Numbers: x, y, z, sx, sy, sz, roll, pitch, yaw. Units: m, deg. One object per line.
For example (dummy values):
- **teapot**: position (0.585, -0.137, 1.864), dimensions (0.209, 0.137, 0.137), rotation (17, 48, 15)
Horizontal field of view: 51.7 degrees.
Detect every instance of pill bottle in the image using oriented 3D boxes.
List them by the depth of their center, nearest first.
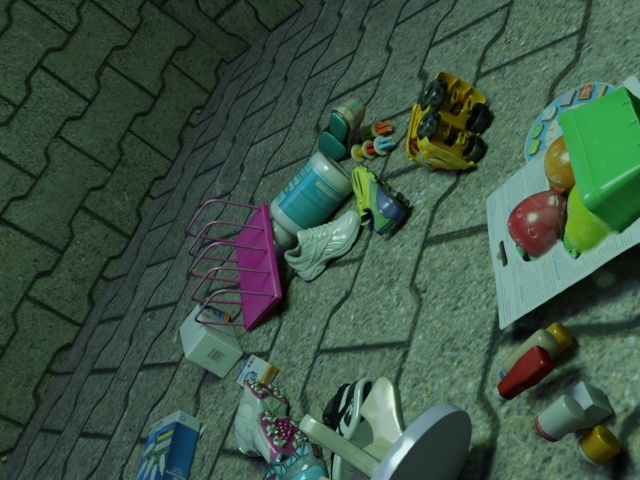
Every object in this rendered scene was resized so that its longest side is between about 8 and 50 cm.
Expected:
- **pill bottle**: position (-0.039, -0.106, 1.826), dimensions (0.264, 0.146, 0.146), rotation (-47, 27, 12)

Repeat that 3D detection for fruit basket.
- **fruit basket**: position (0.415, -0.057, 1.081), dimensions (0.353, 0.165, 0.327), rotation (-52, 21, 41)

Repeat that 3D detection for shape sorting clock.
- **shape sorting clock**: position (0.473, -0.213, 1.249), dimensions (0.206, 0.040, 0.206), rotation (-39, 30, 27)

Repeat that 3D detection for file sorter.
- **file sorter**: position (-0.244, 0.063, 1.772), dimensions (0.202, 0.182, 0.291), rotation (-47, 44, 45)

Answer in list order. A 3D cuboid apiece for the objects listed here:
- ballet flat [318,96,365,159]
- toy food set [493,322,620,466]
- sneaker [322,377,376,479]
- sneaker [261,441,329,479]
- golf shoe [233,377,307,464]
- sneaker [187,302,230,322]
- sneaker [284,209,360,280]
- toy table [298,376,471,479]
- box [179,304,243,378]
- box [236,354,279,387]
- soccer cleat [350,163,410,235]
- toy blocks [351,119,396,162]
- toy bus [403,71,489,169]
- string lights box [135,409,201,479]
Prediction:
- **ballet flat**: position (0.072, -0.319, 1.895), dimensions (0.106, 0.107, 0.316), rotation (-45, 0, -14)
- **toy food set**: position (0.315, 0.217, 0.923), dimensions (0.104, 0.111, 0.232), rotation (-52, 25, 30)
- **sneaker**: position (0.046, 0.367, 1.221), dimensions (0.121, 0.079, 0.217), rotation (-34, 28, 47)
- **sneaker**: position (-0.060, 0.456, 1.206), dimensions (0.262, 0.104, 0.125), rotation (-48, 30, 35)
- **golf shoe**: position (-0.114, 0.414, 1.394), dimensions (0.140, 0.115, 0.306), rotation (-62, 20, 6)
- **sneaker**: position (-0.352, 0.223, 2.004), dimensions (0.221, 0.087, 0.083), rotation (-6, 52, 56)
- **sneaker**: position (0.000, 0.000, 1.671), dimensions (0.232, 0.115, 0.090), rotation (-45, 28, 16)
- **toy table**: position (0.091, 0.348, 1.010), dimensions (0.161, 0.252, 0.274), rotation (22, 63, 46)
- **box**: position (-0.303, 0.275, 1.814), dimensions (0.091, 0.130, 0.170), rotation (-52, 26, 6)
- **box**: position (-0.160, 0.333, 1.633), dimensions (0.081, 0.028, 0.136), rotation (-60, 25, -12)
- **soccer cleat**: position (0.120, -0.102, 1.628), dimensions (0.121, 0.093, 0.289), rotation (-52, 27, 8)
- **toy blocks**: position (0.161, -0.282, 1.817), dimensions (0.148, 0.054, 0.123), rotation (-10, 50, 54)
- **toy bus**: position (0.263, -0.240, 1.526), dimensions (0.211, 0.149, 0.220), rotation (-39, 30, 53)
- **string lights box**: position (-0.392, 0.575, 1.660), dimensions (0.133, 0.077, 0.260), rotation (-33, 33, 33)
